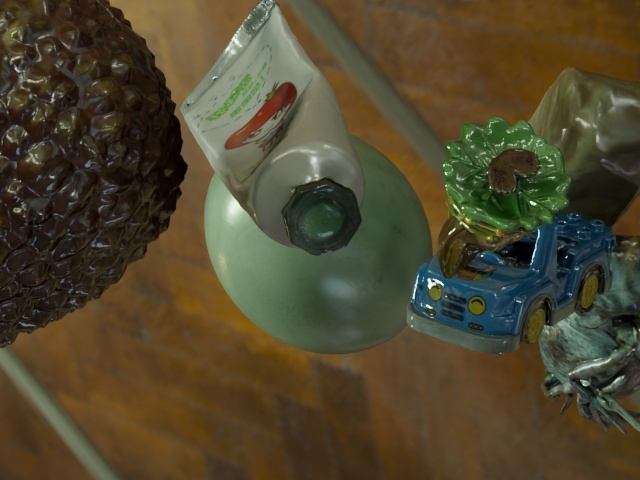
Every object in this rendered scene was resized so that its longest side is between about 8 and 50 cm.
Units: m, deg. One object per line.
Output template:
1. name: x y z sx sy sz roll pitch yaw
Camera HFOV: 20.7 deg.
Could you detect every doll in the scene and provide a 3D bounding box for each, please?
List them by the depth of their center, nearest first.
1. doll: 0.096 -0.030 1.058 0.076 0.078 0.113 52 160 0

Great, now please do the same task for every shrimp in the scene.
1. shrimp: 0.268 0.115 1.632 0.137 0.172 0.372 5 151 12

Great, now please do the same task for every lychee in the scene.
1. lychee: -0.207 -0.052 1.126 0.236 0.271 0.236 22 152 12

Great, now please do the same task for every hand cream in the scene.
1. hand cream: -0.038 -0.082 1.278 0.076 0.121 0.336 37 -169 -27

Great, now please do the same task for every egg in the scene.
1. egg: 0.000 0.000 1.665 0.203 0.203 0.282 18 160 37

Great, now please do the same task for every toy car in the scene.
1. toy car: 0.152 0.014 1.362 0.097 0.191 0.100 17 118 33

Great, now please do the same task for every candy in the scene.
1. candy: 0.225 -0.064 1.556 0.104 0.102 0.234 11 157 -8
